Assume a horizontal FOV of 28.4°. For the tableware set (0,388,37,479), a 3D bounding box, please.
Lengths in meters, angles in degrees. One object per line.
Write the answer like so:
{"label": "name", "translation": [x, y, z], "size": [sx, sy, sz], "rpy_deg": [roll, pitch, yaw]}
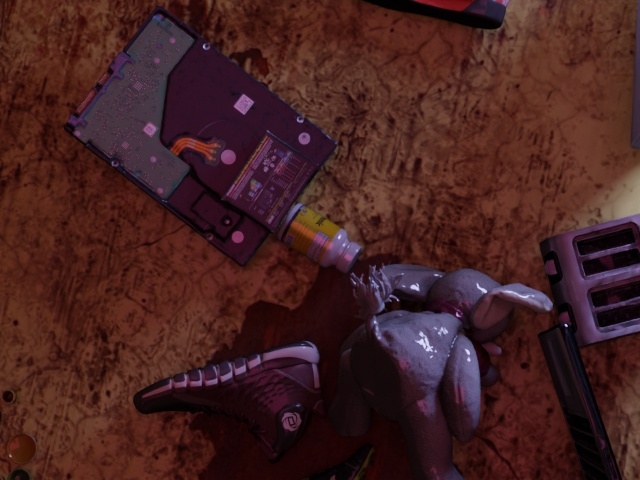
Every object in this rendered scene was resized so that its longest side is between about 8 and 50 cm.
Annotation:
{"label": "tableware set", "translation": [-0.479, 0.302, 1.906], "size": [0.104, 0.024, 0.154], "rpy_deg": [0, 83, 6]}

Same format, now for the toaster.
{"label": "toaster", "translation": [0.417, 0.058, 1.795], "size": [0.185, 0.110, 0.168], "rpy_deg": [-14, 83, 4]}

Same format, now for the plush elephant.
{"label": "plush elephant", "translation": [0.169, 0.148, 1.760], "size": [0.255, 0.272, 0.330], "rpy_deg": [-21, 117, -31]}

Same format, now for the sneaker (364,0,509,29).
{"label": "sneaker", "translation": [0.157, -0.416, 1.886], "size": [0.270, 0.090, 0.145], "rpy_deg": [15, 85, 4]}

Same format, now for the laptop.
{"label": "laptop", "translation": [0.261, 0.340, 1.643], "size": [0.236, 0.382, 0.408], "rpy_deg": [-18, 83, 3]}

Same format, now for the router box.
{"label": "router box", "translation": [-0.073, -0.084, 1.830], "size": [0.092, 0.038, 0.122], "rpy_deg": [34, 87, -2]}

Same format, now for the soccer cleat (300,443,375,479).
{"label": "soccer cleat", "translation": [0.008, 0.357, 1.832], "size": [0.072, 0.060, 0.179], "rpy_deg": [39, 92, 10]}

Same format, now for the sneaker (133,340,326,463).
{"label": "sneaker", "translation": [-0.123, 0.254, 1.835], "size": [0.281, 0.106, 0.163], "rpy_deg": [-15, 85, 3]}

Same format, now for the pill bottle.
{"label": "pill bottle", "translation": [0.000, 0.000, 1.868], "size": [0.116, 0.065, 0.065], "rpy_deg": [32, 88, 8]}

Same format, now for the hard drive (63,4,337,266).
{"label": "hard drive", "translation": [-0.177, -0.153, 1.877], "size": [0.339, 0.064, 0.237], "rpy_deg": [37, 87, -2]}

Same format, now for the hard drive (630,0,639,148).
{"label": "hard drive", "translation": [0.477, -0.322, 1.767], "size": [0.047, 0.233, 0.353], "rpy_deg": [4, 84, 7]}
